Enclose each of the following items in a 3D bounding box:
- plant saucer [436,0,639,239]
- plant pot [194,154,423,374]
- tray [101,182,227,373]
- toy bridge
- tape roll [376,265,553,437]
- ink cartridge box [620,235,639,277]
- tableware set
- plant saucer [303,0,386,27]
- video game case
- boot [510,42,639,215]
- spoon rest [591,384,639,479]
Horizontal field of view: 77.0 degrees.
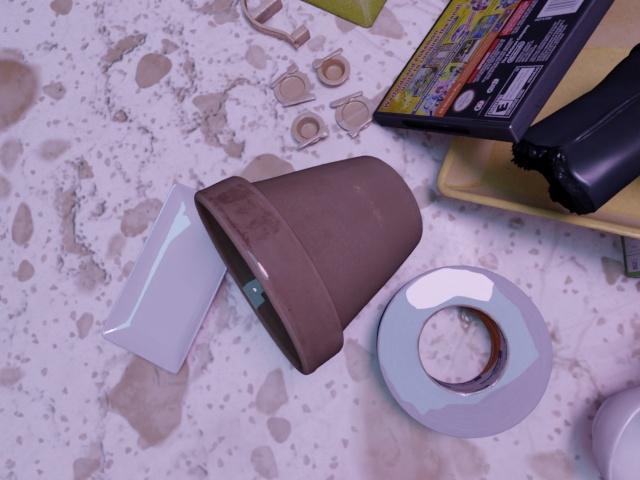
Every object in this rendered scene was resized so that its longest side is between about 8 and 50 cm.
[{"bbox_3d":[0.372,-0.164,0.540,0.333,0.081,0.332,19,83,29],"label":"plant saucer"},{"bbox_3d":[0.000,0.000,0.528,0.229,0.263,0.263,-33,78,-17],"label":"plant pot"},{"bbox_3d":[-0.224,0.055,0.638,0.145,0.030,0.270,23,84,9],"label":"tray"},{"bbox_3d":[-0.095,-0.399,0.700,0.063,0.026,0.188,-38,79,2],"label":"toy bridge"},{"bbox_3d":[0.187,0.145,0.553,0.220,0.072,0.218,-1,81,6],"label":"tape roll"},{"bbox_3d":[0.483,-0.054,0.554,0.109,0.062,0.209,-2,80,8],"label":"ink cartridge box"},{"bbox_3d":[0.003,-0.233,0.664,0.141,0.020,0.168,-25,79,2],"label":"tableware set"},{"bbox_3d":[0.047,-0.486,0.687,0.189,0.045,0.188,29,85,10],"label":"plant saucer"},{"bbox_3d":[0.230,-0.266,0.554,0.274,0.035,0.248,-56,37,-2],"label":"video game case"},{"bbox_3d":[0.359,-0.091,0.420,0.207,0.094,0.246,-40,54,6],"label":"boot"},{"bbox_3d":[0.423,0.186,0.501,0.137,0.084,0.276,30,82,-28],"label":"spoon rest"}]
